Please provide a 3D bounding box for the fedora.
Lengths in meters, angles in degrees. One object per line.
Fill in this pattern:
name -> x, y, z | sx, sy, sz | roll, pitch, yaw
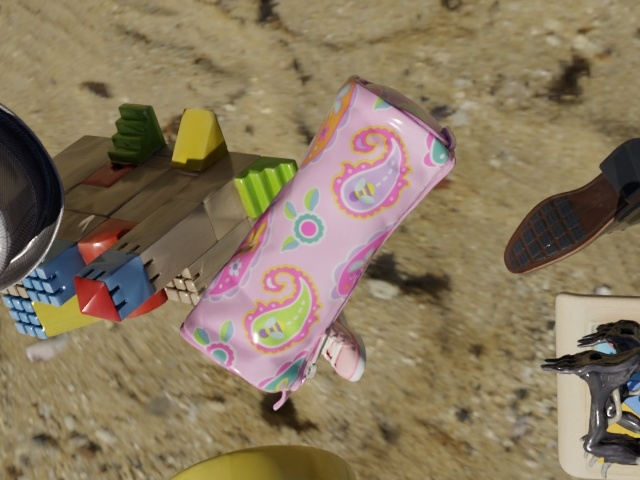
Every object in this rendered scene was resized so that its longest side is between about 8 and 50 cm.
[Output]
fedora -> -0.381, -0.029, 1.288 | 0.275, 0.124, 0.244 | 13, 118, -4

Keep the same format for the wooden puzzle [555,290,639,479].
wooden puzzle -> 0.354, 0.158, 1.406 | 0.238, 0.044, 0.221 | 4, 118, 19

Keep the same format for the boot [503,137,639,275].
boot -> 0.316, -0.021, 1.591 | 0.219, 0.082, 0.106 | -38, 144, 24

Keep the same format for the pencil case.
pencil case -> 0.000, 0.000, 1.193 | 0.124, 0.124, 0.284 | 31, 99, -15

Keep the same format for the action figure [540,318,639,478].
action figure -> 0.274, 0.216, 1.265 | 0.164, 0.141, 0.276 | -33, 113, -53

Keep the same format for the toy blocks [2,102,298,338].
toy blocks -> -0.233, 0.002, 1.493 | 0.261, 0.381, 0.191 | -42, 126, -36

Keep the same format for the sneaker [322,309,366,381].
sneaker -> 0.001, 0.108, 1.566 | 0.070, 0.134, 0.051 | 9, 120, -26

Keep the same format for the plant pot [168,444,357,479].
plant pot -> -0.057, 0.395, 1.584 | 0.254, 0.254, 0.239 | -4, 53, -15
